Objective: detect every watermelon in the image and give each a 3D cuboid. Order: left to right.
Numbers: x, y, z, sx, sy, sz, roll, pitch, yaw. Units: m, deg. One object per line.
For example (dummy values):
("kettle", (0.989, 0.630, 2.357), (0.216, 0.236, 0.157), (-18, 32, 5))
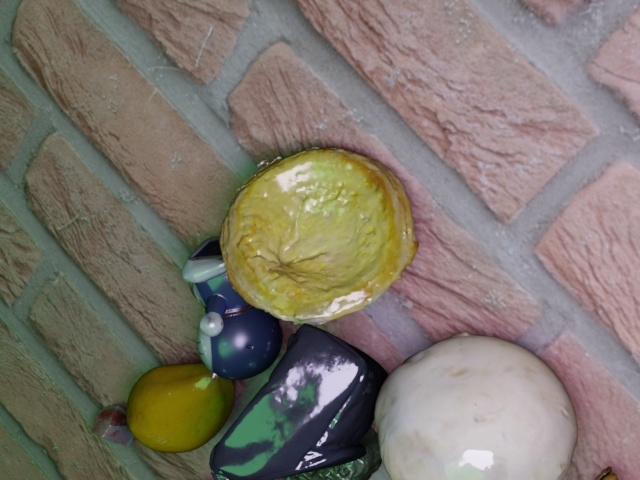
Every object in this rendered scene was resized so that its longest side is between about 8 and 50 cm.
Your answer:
("watermelon", (-0.428, 0.393, 1.914), (0.084, 0.072, 0.092), (-22, 98, 52))

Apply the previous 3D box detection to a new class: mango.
("mango", (-0.266, 0.311, 1.749), (0.317, 0.119, 0.176), (-35, 97, 38))

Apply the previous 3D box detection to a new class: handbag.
("handbag", (-0.014, 0.283, 1.419), (0.178, 0.302, 0.275), (29, 85, 14))

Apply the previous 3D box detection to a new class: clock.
("clock", (-0.153, 0.124, 1.596), (0.147, 0.199, 0.243), (-8, 107, 15))

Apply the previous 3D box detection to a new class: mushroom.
("mushroom", (0.240, 0.320, 1.390), (0.314, 0.314, 0.336), (6, 134, 30))

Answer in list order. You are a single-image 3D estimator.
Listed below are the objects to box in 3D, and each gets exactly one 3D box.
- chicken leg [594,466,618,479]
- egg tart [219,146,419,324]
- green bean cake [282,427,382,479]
("chicken leg", (0.402, 0.487, 1.368), (0.409, 0.182, 0.295), (-12, 86, 25))
("egg tart", (0.000, 0.000, 1.449), (0.315, 0.120, 0.315), (-4, 65, 10))
("green bean cake", (0.003, 0.373, 1.629), (0.181, 0.094, 0.173), (43, 123, 14))
